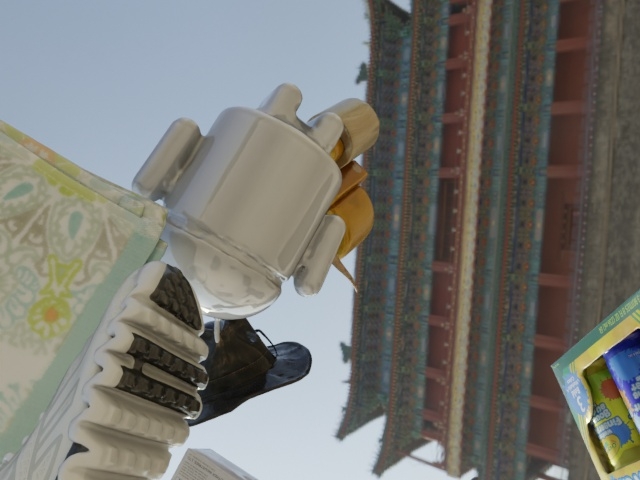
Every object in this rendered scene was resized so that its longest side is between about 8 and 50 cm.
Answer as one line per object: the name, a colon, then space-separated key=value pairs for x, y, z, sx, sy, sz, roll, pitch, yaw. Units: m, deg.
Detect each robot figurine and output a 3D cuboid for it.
robot figurine: x=-0.103 y=-0.040 z=0.851 sx=0.299 sy=0.199 sz=0.354 roll=32 pitch=-100 yaw=-13

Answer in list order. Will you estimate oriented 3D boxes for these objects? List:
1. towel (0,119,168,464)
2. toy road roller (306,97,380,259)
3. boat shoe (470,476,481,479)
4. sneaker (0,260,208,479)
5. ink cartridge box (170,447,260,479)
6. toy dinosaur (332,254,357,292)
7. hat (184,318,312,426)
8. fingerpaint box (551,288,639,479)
towel: x=-0.384 y=0.050 z=0.653 sx=0.320 sy=0.090 sz=0.375 roll=30 pitch=-108 yaw=-5
toy road roller: x=0.031 y=-0.111 z=1.304 sx=0.240 sy=0.329 sz=0.202 roll=45 pitch=-140 yaw=3
boat shoe: x=0.302 y=0.559 z=1.276 sx=0.135 sy=0.045 sz=0.050 roll=-53 pitch=0 yaw=7
sneaker: x=-0.159 y=0.143 z=0.399 sx=0.110 sy=0.118 sz=0.292 roll=57 pitch=-141 yaw=-51
ink cartridge box: x=-0.286 y=0.738 z=1.456 sx=0.396 sy=0.269 sz=0.151 roll=-61 pitch=-24 yaw=-12
toy dinosaur: x=0.000 y=0.000 z=1.023 sx=0.212 sy=0.064 sz=0.112 roll=58 pitch=-148 yaw=6
hat: x=-0.177 y=0.204 z=1.121 sx=0.331 sy=0.331 sz=0.134 roll=-23 pitch=-81 yaw=-47
fingerpaint box: x=0.649 y=0.311 z=1.126 sx=0.445 sy=0.163 sz=0.371 roll=100 pitch=158 yaw=-58
